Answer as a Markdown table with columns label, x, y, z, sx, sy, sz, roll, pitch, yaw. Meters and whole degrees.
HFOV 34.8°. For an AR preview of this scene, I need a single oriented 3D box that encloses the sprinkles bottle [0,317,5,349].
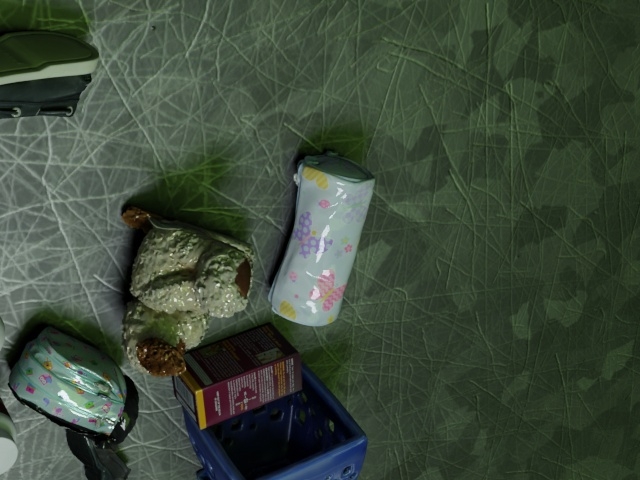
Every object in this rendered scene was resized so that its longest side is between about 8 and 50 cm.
| label | x | y | z | sx | sy | sz | roll | pitch | yaw |
| --- | --- | --- | --- | --- | --- | --- | --- | --- | --- |
| sprinkles bottle | -0.514 | 0.031 | 1.247 | 0.121 | 0.121 | 0.355 | -34 | 140 | -14 |

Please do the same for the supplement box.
| label | x | y | z | sx | sy | sz | roll | pitch | yaw |
| --- | --- | --- | --- | --- | --- | --- | --- | --- | --- |
| supplement box | -0.135 | 0.218 | 1.656 | 0.188 | 0.104 | 0.081 | -18 | 124 | -25 |

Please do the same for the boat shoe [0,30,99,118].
| label | x | y | z | sx | sy | sz | roll | pitch | yaw |
| --- | --- | --- | --- | --- | --- | --- | --- | --- | --- |
| boat shoe | -0.422 | -0.178 | 1.219 | 0.340 | 0.127 | 0.113 | -22 | 140 | -50 |

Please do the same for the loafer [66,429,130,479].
| label | x | y | z | sx | sy | sz | roll | pitch | yaw |
| --- | --- | --- | --- | --- | --- | --- | --- | --- | --- |
| loafer | -0.350 | 0.331 | 1.612 | 0.061 | 0.062 | 0.170 | -45 | 138 | -35 |

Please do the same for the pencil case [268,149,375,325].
| label | x | y | z | sx | sy | sz | roll | pitch | yaw |
| --- | --- | --- | --- | --- | --- | --- | --- | --- | --- |
| pencil case | 0.000 | 0.000 | 1.624 | 0.124 | 0.113 | 0.273 | 3 | 113 | -24 |

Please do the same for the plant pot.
| label | x | y | z | sx | sy | sz | roll | pitch | yaw |
| --- | --- | --- | --- | --- | --- | --- | --- | --- | --- |
| plant pot | -0.079 | 0.371 | 1.701 | 0.236 | 0.236 | 0.212 | -17 | 129 | -26 |

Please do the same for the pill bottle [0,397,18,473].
| label | x | y | z | sx | sy | sz | roll | pitch | yaw |
| --- | --- | --- | --- | --- | --- | --- | --- | --- | --- |
| pill bottle | -0.474 | 0.259 | 1.418 | 0.086 | 0.152 | 0.086 | -16 | 123 | -26 |

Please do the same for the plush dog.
| label | x | y | z | sx | sy | sz | roll | pitch | yaw |
| --- | --- | --- | --- | --- | --- | --- | --- | --- | --- |
| plush dog | -0.219 | 0.088 | 1.480 | 0.210 | 0.262 | 0.225 | 20 | 93 | -6 |

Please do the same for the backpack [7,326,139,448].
| label | x | y | z | sx | sy | sz | roll | pitch | yaw |
| --- | --- | --- | --- | --- | --- | --- | --- | --- | --- |
| backpack | -0.360 | 0.209 | 1.489 | 0.182 | 0.152 | 0.115 | 33 | 89 | -29 |
